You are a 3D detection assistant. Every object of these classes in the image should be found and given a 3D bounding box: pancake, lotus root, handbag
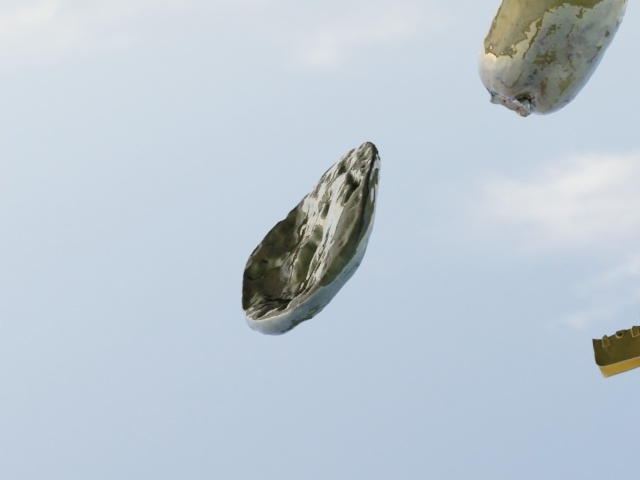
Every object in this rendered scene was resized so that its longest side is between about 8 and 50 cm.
[{"bbox_3d":[0.000,0.000,1.492,0.050,0.242,0.242,34,-167,-20],"label":"pancake"},{"bbox_3d":[0.315,-0.292,1.917,0.160,0.284,0.146,11,-154,-33],"label":"lotus root"},{"bbox_3d":[0.415,0.149,1.966,0.083,0.027,0.061,-21,-144,17],"label":"handbag"}]
